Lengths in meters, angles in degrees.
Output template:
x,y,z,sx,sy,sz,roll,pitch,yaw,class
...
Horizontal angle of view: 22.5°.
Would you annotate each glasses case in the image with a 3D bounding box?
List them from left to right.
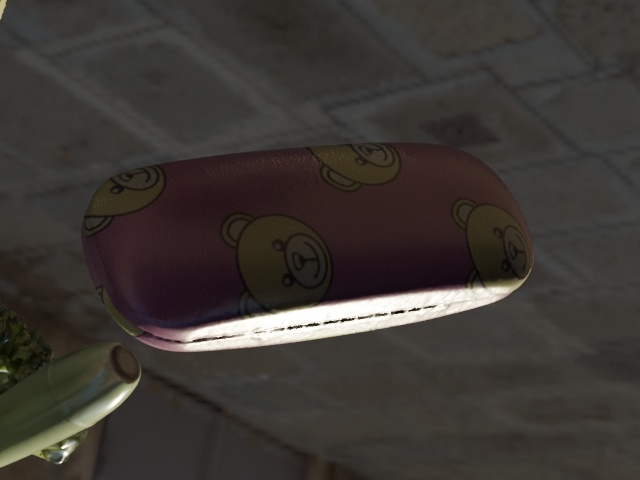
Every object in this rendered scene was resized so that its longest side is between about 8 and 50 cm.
x,y,z,sx,sy,sz,roll,pitch,yaw,class
0.000,0.000,1.034,0.316,0.123,0.076,-6,148,-31,glasses case

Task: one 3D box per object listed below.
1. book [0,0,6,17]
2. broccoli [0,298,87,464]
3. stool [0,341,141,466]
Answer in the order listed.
x,y,z,sx,sy,sz,roll,pitch,yaw,class
-0.504,-0.265,1.591,0.388,0.269,0.032,15,170,2,book
-0.368,0.142,1.423,0.288,0.246,0.248,25,161,12,broccoli
-0.236,0.145,0.988,0.198,0.195,0.195,-28,137,33,stool
